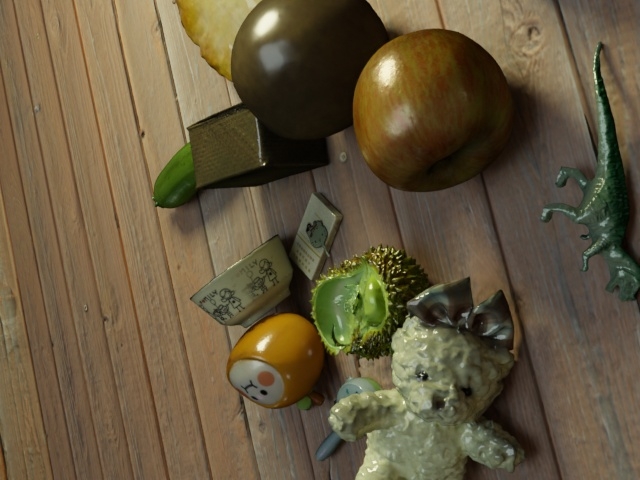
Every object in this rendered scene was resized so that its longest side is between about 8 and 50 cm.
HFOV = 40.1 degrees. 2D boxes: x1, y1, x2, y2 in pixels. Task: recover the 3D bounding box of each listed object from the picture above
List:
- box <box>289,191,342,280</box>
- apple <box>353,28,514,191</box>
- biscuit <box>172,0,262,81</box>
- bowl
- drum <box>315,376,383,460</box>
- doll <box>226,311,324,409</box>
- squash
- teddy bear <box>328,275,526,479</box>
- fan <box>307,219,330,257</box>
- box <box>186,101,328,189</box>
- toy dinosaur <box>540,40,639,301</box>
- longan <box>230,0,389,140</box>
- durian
[{"bbox_3d":[-0.012,-0.008,1.840,0.090,0.024,0.166,46,128,36],"label":"box"},{"bbox_3d":[0.173,-0.216,1.401,0.264,0.264,0.264,10,103,50],"label":"apple"},{"bbox_3d":[-0.154,-0.545,1.857,0.429,0.104,0.446,54,137,11],"label":"biscuit"},{"bbox_3d":[-0.149,0.102,1.887,0.126,0.238,0.238,52,137,0],"label":"bowl"},{"bbox_3d":[0.046,0.361,1.801,0.253,0.049,0.130,-39,66,46],"label":"drum"},{"bbox_3d":[-0.069,0.270,1.844,0.236,0.213,0.213,44,140,-12],"label":"doll"},{"bbox_3d":[-0.319,-0.169,2.134,0.395,0.107,0.107,-32,71,49],"label":"squash"},{"bbox_3d":[0.179,0.309,1.432,0.328,0.375,0.362,19,140,4],"label":"teddy bear"},{"bbox_3d":[0.000,0.000,1.804,0.056,0.004,0.083,-49,62,40],"label":"fan"},{"bbox_3d":[-0.139,-0.199,1.844,0.273,0.184,0.143,-11,86,51],"label":"box"},{"bbox_3d":[0.381,-0.092,1.289,0.130,0.076,0.382,-10,93,19],"label":"toy dinosaur"},{"bbox_3d":[-0.019,-0.329,1.601,0.297,0.297,0.297,10,103,50],"label":"longan"},{"bbox_3d":[0.101,0.117,1.600,0.237,0.177,0.200,-40,55,40],"label":"durian"}]
